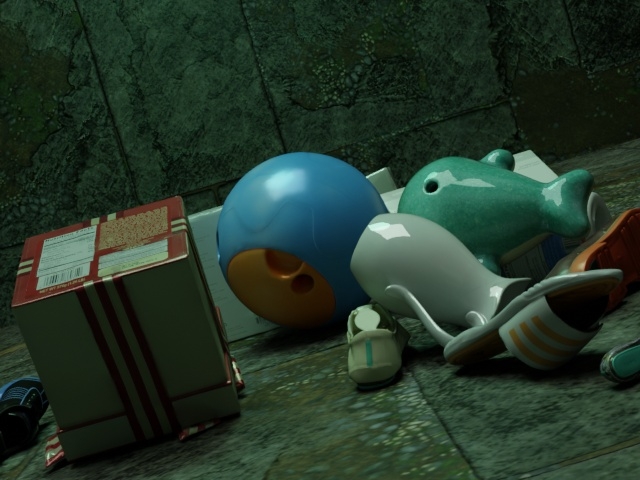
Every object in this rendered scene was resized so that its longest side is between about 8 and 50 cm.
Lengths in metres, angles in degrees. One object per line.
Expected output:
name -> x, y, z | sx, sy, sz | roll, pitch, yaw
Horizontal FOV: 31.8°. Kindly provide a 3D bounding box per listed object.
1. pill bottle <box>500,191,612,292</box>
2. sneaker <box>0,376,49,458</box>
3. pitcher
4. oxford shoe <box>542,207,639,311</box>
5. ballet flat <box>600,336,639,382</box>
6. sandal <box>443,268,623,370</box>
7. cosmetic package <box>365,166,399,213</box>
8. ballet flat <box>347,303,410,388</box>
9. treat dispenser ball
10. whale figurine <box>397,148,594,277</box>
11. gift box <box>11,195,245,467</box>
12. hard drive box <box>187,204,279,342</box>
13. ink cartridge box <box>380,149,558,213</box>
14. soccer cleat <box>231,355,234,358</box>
pill bottle -> 0.299, 0.013, 1.600 | 0.221, 0.124, 0.124 | -13, 6, 30
sneaker -> -0.433, 0.256, 1.608 | 0.090, 0.081, 0.232 | -12, 13, 19
pitcher -> 0.134, 0.057, 1.393 | 0.207, 0.126, 0.178 | 27, 31, 17
oxford shoe -> 0.362, 0.026, 1.448 | 0.098, 0.097, 0.271 | -20, 2, 42
ballet flat -> 0.311, 0.105, 1.063 | 0.114, 0.041, 0.041 | -18, 5, -21
sandal -> 0.231, 0.105, 1.187 | 0.102, 0.076, 0.265 | -3, -23, -30
cosmetic package -> 0.000, 0.000, 2.216 | 0.365, 0.155, 0.197 | -24, 2, 5
ballet flat -> 0.068, 0.119, 1.420 | 0.086, 0.086, 0.248 | -16, 5, 3
treat dispenser ball -> -0.025, 0.002, 1.823 | 0.288, 0.288, 0.288 | -16, 5, 1
whale figurine -> 0.224, -0.043, 1.502 | 0.272, 0.216, 0.141 | -8, -35, 35
gift box -> -0.248, 0.130, 1.420 | 0.255, 0.258, 0.276 | -14, 25, 2
hard drive box -> -0.174, 0.060, 1.989 | 0.181, 0.232, 0.089 | -16, 5, -5
ink cartridge box -> 0.275, -0.029, 1.830 | 0.296, 0.066, 0.261 | -17, 33, -11
soccer cleat -> -0.156, 0.189, 1.692 | 0.035, 0.029, 0.083 | -19, -1, 18
